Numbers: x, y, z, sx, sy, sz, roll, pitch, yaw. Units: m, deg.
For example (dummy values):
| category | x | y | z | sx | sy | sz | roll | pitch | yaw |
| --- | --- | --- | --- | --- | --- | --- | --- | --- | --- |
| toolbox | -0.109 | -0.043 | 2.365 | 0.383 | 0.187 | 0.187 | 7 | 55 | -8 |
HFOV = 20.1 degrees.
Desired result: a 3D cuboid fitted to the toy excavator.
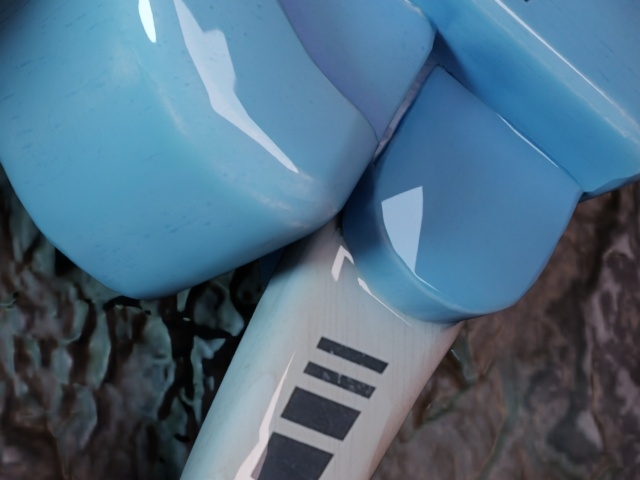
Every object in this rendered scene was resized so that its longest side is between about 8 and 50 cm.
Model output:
| category | x | y | z | sx | sy | sz | roll | pitch | yaw |
| --- | --- | --- | --- | --- | --- | --- | --- | --- | --- |
| toy excavator | 0.000 | 0.000 | 0.674 | 0.433 | 0.222 | 0.445 | 40 | 63 | -17 |
